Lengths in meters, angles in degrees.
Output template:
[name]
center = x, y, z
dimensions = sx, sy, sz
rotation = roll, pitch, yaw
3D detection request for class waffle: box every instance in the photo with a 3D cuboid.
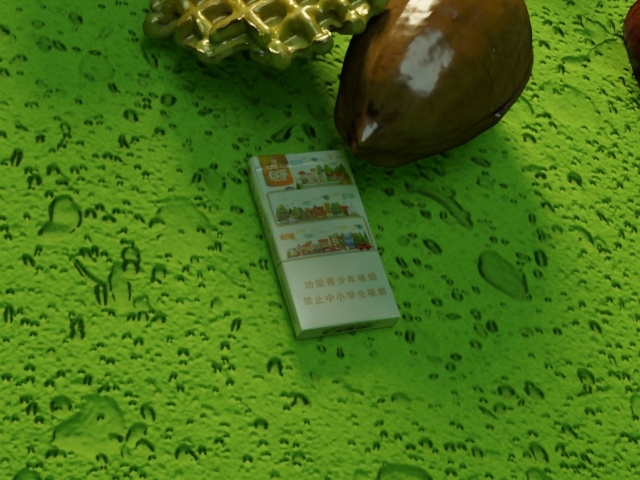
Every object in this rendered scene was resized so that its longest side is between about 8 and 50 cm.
[waffle]
center = -0.052, -0.313, 1.402
dimensions = 0.311, 0.060, 0.307
rotation = 15, 57, 26

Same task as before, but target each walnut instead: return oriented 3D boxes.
[walnut]
center = 0.122, -0.198, 1.390
dimensions = 0.209, 0.209, 0.336
rotation = 38, 53, 5

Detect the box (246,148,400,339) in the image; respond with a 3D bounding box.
[box]
center = 0.000, 0.000, 1.329
dimensions = 0.122, 0.032, 0.221
rotation = -6, 64, -22

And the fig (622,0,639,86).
[fig]
center = 0.523, -0.279, 1.601
dimensions = 0.230, 0.143, 0.160
rotation = -11, 55, 6
